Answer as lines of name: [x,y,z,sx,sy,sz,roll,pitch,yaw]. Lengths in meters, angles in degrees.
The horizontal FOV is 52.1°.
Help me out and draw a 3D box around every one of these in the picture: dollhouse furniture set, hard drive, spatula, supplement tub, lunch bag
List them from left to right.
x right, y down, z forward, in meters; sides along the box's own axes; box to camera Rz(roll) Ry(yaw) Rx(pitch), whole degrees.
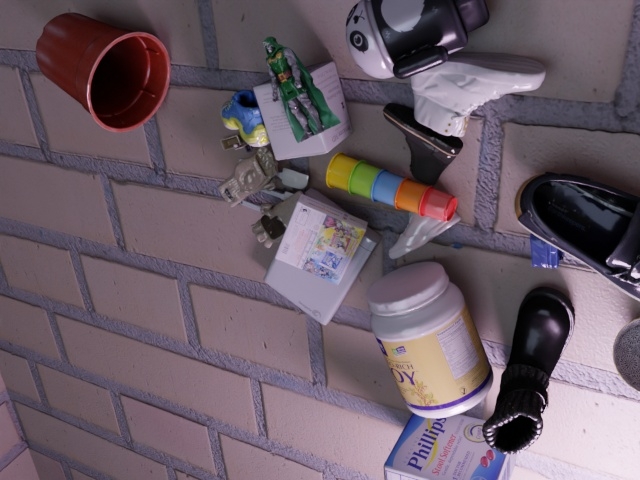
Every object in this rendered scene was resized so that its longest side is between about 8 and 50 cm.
dollhouse furniture set: [-0.228,-0.240,1.758,0.114,0.081,0.090,-9,112,35]
spatula: [-0.135,-0.126,1.777,0.242,0.019,0.168,20,120,31]
hard drive: [-0.005,0.054,1.817,0.233,0.047,0.353,36,130,9]
supplement tub: [0.268,0.244,1.633,0.241,0.241,0.331,-13,109,36]
lunch bag: [0.510,0.018,1.464,0.065,0.067,0.098,2,117,31]

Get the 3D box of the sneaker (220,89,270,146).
sneaker: [-0.188,-0.330,1.627,0.240,0.091,0.126,42,147,45]

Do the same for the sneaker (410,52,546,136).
sneaker: [0.326,-0.299,1.376,0.293,0.108,0.169,15,126,35]

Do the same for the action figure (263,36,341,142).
action figure: [-0.062,-0.333,1.422,0.137,0.063,0.232,-19,102,39]

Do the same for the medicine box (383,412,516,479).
medicine box: [0.356,0.613,1.780,0.290,0.263,0.149,7,119,28]

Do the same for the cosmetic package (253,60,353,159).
cosmetic package: [-0.038,-0.308,1.555,0.152,0.151,0.183,-4,115,32]

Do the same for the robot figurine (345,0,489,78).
robot figurine: [0.185,-0.436,1.304,0.278,0.209,0.173,-19,110,19]

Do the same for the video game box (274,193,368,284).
video game box: [0.000,0.000,1.692,0.187,0.048,0.205,25,128,0]

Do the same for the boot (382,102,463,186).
boot: [0.211,-0.215,1.512,0.198,0.077,0.137,36,135,10]

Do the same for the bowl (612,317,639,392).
bowl: [0.719,0.256,1.449,0.170,0.170,0.080,36,173,9]

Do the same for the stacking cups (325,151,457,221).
stacking cups: [0.171,-0.125,1.562,0.316,0.096,0.096,21,126,24]

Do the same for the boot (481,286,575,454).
boot: [0.486,0.306,1.521,0.131,0.260,0.347,16,124,23]

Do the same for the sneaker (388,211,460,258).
sneaker: [0.239,-0.034,1.607,0.212,0.080,0.094,-37,82,33]

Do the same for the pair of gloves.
pair of gloves: [-0.143,-0.111,1.744,0.240,0.042,0.204,50,123,2]

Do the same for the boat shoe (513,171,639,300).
boat shoe: [0.622,0.005,1.301,0.500,0.156,0.186,29,93,17]

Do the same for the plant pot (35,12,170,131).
plant pot: [-0.593,-0.469,1.750,0.265,0.272,0.272,31,129,23]
